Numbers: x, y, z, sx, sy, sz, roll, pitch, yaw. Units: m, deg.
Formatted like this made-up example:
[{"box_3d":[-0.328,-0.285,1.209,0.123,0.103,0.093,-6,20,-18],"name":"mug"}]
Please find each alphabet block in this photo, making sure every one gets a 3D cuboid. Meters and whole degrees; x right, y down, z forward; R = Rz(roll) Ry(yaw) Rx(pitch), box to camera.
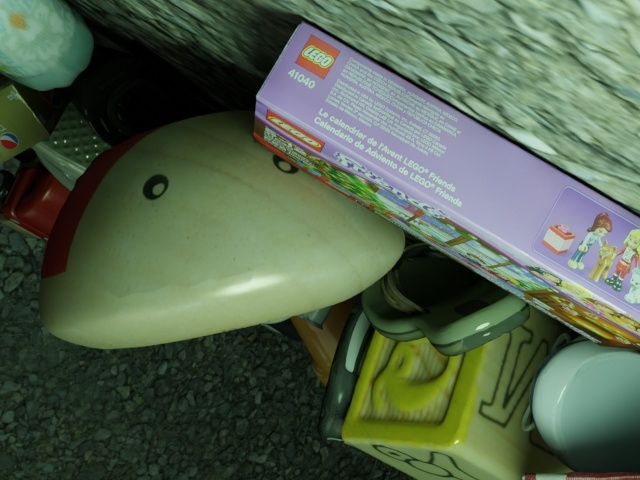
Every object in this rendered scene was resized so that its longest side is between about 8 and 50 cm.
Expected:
[{"box_3d":[0.174,0.174,1.465,0.197,0.193,0.192,33,155,-33],"name":"alphabet block"}]

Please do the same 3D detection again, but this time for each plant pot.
[{"box_3d":[0.041,0.106,1.983,0.188,0.205,0.205,49,168,-24],"name":"plant pot"}]

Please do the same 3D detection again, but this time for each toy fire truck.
[{"box_3d":[-0.310,-0.100,1.808,0.158,0.217,0.246,34,160,-36],"name":"toy fire truck"}]

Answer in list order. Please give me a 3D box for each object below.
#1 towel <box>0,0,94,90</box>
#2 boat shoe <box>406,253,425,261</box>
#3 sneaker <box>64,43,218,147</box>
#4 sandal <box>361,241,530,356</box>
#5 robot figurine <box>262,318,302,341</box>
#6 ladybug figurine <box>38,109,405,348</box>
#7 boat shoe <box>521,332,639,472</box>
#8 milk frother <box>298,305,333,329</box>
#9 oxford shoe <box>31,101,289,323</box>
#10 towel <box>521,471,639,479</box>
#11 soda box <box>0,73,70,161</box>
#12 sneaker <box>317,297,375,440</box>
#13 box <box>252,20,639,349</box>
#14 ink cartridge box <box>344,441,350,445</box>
[{"box_3d":[-0.405,-0.270,1.148,0.374,0.090,0.320,26,175,43],"name":"towel"},{"box_3d":[0.028,-0.001,1.477,0.223,0.073,0.080,10,-171,-28],"name":"boat shoe"},{"box_3d":[-0.150,-0.113,1.324,0.130,0.109,0.286,39,176,42],"name":"sneaker"},{"box_3d":[0.117,0.042,1.310,0.086,0.120,0.303,59,168,-10],"name":"sandal"},{"box_3d":[-0.076,0.045,2.107,0.209,0.173,0.278,22,172,42],"name":"robot figurine"},{"box_3d":[-0.093,-0.011,1.116,0.305,0.162,0.449,-12,180,-12],"name":"ladybug figurine"},{"box_3d":[0.281,0.155,1.342,0.156,0.136,0.367,30,-173,41],"name":"boat shoe"},{"box_3d":[0.025,0.053,1.717,0.143,0.135,0.129,30,177,0],"name":"milk frother"},{"box_3d":[-0.195,-0.057,1.674,0.449,0.169,0.130,37,164,7],"name":"oxford shoe"},{"box_3d":[0.346,0.235,1.197,0.329,0.037,0.237,-1,164,7],"name":"towel"},{"box_3d":[-0.280,-0.149,1.283,0.061,0.058,0.181,56,-162,-23],"name":"soda box"},{"box_3d":[0.174,0.168,1.669,0.257,0.169,0.447,18,-164,17],"name":"sneaker"},{"box_3d":[0.094,-0.024,0.847,0.293,0.057,0.201,30,175,-1],"name":"box"},{"box_3d":[0.194,0.255,2.070,0.273,0.198,0.115,8,167,30],"name":"ink cartridge box"}]
